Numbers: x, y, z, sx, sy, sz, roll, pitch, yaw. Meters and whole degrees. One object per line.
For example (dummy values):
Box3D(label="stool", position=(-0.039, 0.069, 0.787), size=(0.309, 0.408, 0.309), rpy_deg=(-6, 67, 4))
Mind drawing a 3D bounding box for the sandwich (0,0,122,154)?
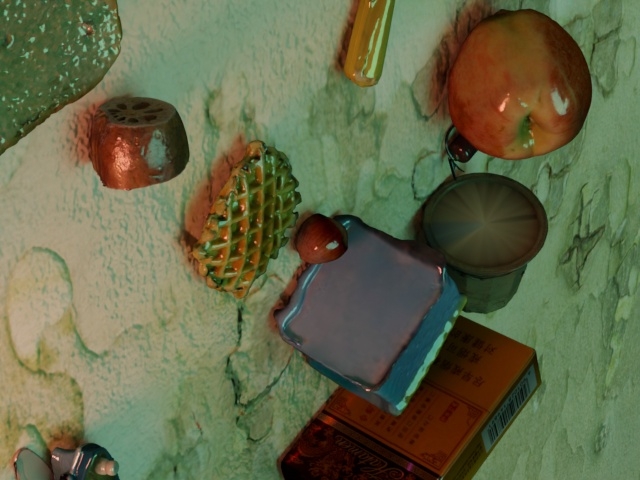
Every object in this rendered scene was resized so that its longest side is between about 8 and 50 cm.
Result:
Box3D(label="sandwich", position=(-0.316, -0.244, 1.255), size=(0.249, 0.095, 0.273), rpy_deg=(-43, 142, -34))

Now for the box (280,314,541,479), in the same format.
Box3D(label="box", position=(0.157, 0.314, 2.167), size=(0.415, 0.264, 0.115), rpy_deg=(-50, 146, -23))

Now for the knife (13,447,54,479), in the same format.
Box3D(label="knife", position=(-0.366, 0.406, 1.705), size=(0.081, 0.043, 0.335), rpy_deg=(-34, 136, -46))

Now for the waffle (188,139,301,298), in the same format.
Box3D(label="waffle", position=(-0.099, -0.026, 1.751), size=(0.214, 0.054, 0.208), rpy_deg=(-60, 151, -9))

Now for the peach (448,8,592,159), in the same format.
Box3D(label="peach", position=(0.315, -0.264, 2.033), size=(0.232, 0.256, 0.232), rpy_deg=(-7, 146, -5))

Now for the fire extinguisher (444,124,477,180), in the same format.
Box3D(label="fire extinguisher", position=(0.258, -0.183, 2.158), size=(0.157, 0.045, 0.078), rpy_deg=(-48, 117, -21))

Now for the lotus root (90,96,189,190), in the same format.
Box3D(label="lotus root", position=(-0.209, -0.117, 1.475), size=(0.112, 0.122, 0.081), rpy_deg=(-12, 119, -22))

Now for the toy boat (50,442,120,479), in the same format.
Box3D(label="toy boat", position=(-0.292, 0.351, 1.701), size=(0.237, 0.098, 0.109), rpy_deg=(76, 33, -45))

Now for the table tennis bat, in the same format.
Box3D(label="table tennis bat", position=(0.092, -0.396, 1.765), size=(0.224, 0.054, 0.368), rpy_deg=(-13, 118, -52))

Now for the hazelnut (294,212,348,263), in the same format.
Box3D(label="hazelnut", position=(0.000, 0.000, 1.895), size=(0.086, 0.086, 0.086), rpy_deg=(-34, 138, -38))

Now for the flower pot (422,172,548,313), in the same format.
Box3D(label="flower pot", position=(0.289, 0.023, 2.209), size=(0.212, 0.212, 0.202), rpy_deg=(-47, 152, -23))

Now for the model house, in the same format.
Box3D(label="model house", position=(0.104, 0.134, 2.017), size=(0.237, 0.216, 0.303), rpy_deg=(-58, 151, -9))
